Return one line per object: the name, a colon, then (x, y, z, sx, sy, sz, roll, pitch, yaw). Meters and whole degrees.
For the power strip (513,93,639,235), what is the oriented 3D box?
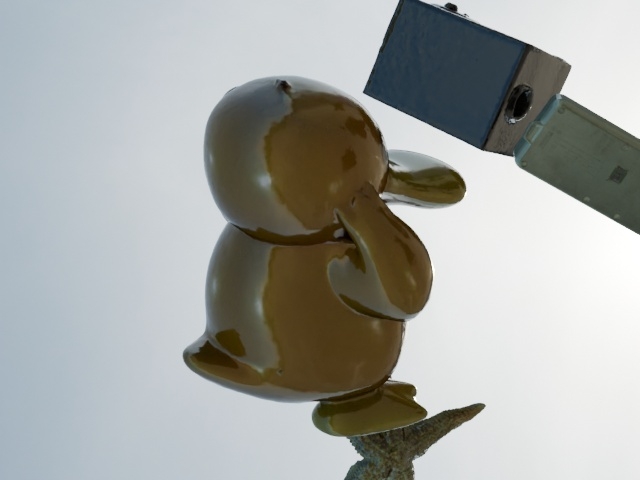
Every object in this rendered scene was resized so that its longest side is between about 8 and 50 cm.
power strip: (0.404, -0.100, 1.582, 0.270, 0.118, 0.046, 28, -153, -9)

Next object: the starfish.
starfish: (0.081, 0.219, 1.193, 0.216, 0.050, 0.223, -29, -61, -16)

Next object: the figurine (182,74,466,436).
figurine: (-0.006, 0.008, 0.772, 0.215, 0.215, 0.228, 3, -70, -52)

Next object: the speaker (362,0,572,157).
speaker: (0.241, -0.252, 1.754, 0.254, 0.232, 0.184, 1, -65, -61)
